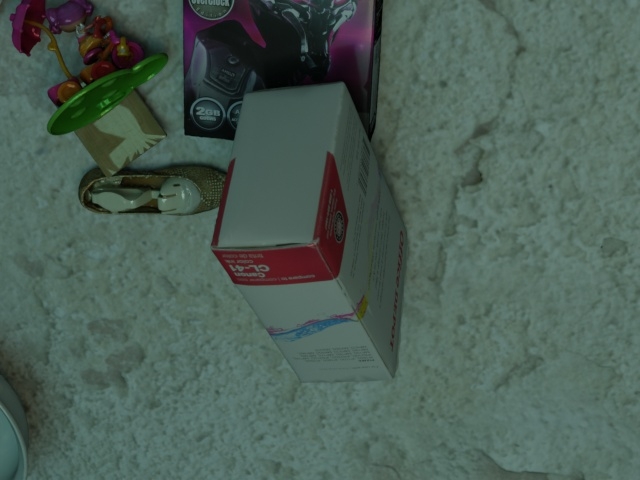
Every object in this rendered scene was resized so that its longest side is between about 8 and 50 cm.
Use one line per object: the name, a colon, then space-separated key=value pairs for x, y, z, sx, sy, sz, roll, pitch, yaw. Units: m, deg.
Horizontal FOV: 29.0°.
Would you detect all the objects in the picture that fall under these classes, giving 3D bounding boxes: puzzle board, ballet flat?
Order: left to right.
puzzle board: x=-0.269 y=-0.158 z=1.568 sx=0.096 sy=0.011 sz=0.128 roll=-34 pitch=95 yaw=10
ballet flat: x=-0.216 y=-0.056 z=1.596 sx=0.206 sy=0.067 sz=0.073 roll=-2 pitch=116 yaw=10

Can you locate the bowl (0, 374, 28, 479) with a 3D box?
bowl: x=-0.539 y=0.259 z=1.768 sx=0.298 sy=0.134 sz=0.298 roll=4 pitch=116 yaw=7

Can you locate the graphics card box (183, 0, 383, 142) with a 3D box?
graphics card box: x=-0.042 y=-0.294 z=1.437 sx=0.233 sy=0.094 sz=0.371 roll=6 pitch=118 yaw=6

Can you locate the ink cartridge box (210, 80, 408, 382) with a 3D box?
ink cartridge box: x=0.000 y=0.000 z=1.431 sx=0.131 sy=0.226 sz=0.306 roll=-3 pitch=144 yaw=17

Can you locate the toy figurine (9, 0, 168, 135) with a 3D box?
toy figurine: x=-0.300 y=-0.240 z=1.504 sx=0.173 sy=0.130 sz=0.159 roll=-34 pitch=85 yaw=-12

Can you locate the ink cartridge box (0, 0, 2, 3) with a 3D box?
ink cartridge box: x=-0.472 y=-0.390 z=1.487 sx=0.232 sy=0.066 sz=0.189 roll=23 pitch=111 yaw=-26
